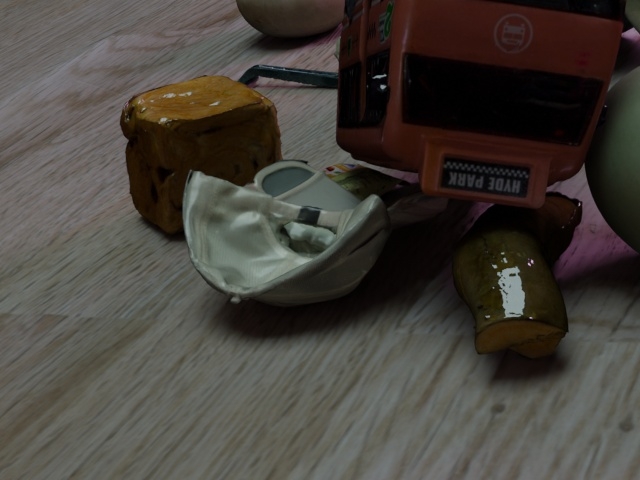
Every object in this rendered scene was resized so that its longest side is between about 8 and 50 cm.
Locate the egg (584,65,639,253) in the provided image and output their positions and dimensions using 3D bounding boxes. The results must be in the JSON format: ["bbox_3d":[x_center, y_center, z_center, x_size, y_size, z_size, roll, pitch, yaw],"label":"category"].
[{"bbox_3d":[0.321,-0.064,1.025,0.186,0.187,0.253,-20,27,-15],"label":"egg"}]

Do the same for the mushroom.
[{"bbox_3d":[-0.039,-0.420,2.005,0.206,0.209,0.206,-5,50,6],"label":"mushroom"}]

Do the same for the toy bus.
[{"bbox_3d":[0.125,-0.162,1.162,0.203,0.233,0.427,7,5,-6],"label":"toy bus"}]

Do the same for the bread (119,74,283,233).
[{"bbox_3d":[-0.135,-0.100,1.395,0.158,0.149,0.143,-22,29,-20],"label":"bread"}]

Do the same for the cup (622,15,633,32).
[{"bbox_3d":[0.245,-0.335,1.625,0.274,0.259,0.356,-27,-5,-37],"label":"cup"}]

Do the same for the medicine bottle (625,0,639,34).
[{"bbox_3d":[0.566,-0.373,1.515,0.406,0.236,0.235,-23,25,-36],"label":"medicine bottle"}]

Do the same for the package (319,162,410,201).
[{"bbox_3d":[0.021,-0.056,1.358,0.120,0.031,0.108,-22,25,-23],"label":"package"}]

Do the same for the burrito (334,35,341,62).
[{"bbox_3d":[0.095,-0.234,1.679,0.082,0.059,0.275,-10,22,-24],"label":"burrito"}]

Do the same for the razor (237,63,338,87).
[{"bbox_3d":[-0.046,-0.236,1.786,0.190,0.033,0.066,7,31,37],"label":"razor"}]

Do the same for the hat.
[{"bbox_3d":[0.000,0.000,1.195,0.219,0.164,0.226,12,-5,37],"label":"hat"}]

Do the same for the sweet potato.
[{"bbox_3d":[0.173,0.021,1.065,0.112,0.085,0.286,30,23,9],"label":"sweet potato"}]
